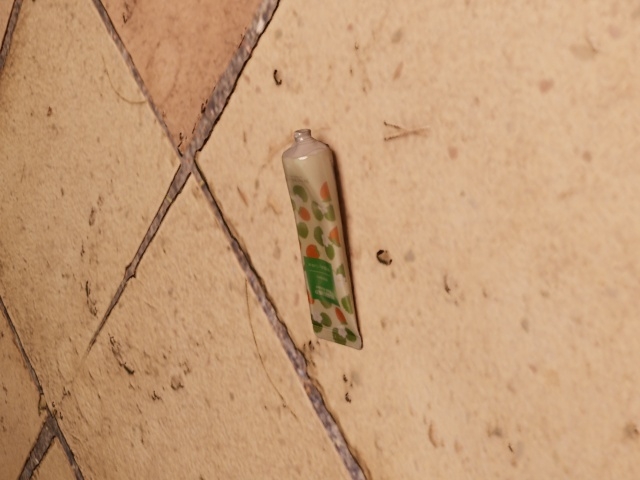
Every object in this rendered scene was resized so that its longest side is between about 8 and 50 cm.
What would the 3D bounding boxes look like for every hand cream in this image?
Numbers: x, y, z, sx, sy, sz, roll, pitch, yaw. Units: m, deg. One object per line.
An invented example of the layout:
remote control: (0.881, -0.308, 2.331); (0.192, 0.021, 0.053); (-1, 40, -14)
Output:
hand cream: (0.000, 0.000, 0.783); (0.057, 0.037, 0.165); (12, 116, 51)
